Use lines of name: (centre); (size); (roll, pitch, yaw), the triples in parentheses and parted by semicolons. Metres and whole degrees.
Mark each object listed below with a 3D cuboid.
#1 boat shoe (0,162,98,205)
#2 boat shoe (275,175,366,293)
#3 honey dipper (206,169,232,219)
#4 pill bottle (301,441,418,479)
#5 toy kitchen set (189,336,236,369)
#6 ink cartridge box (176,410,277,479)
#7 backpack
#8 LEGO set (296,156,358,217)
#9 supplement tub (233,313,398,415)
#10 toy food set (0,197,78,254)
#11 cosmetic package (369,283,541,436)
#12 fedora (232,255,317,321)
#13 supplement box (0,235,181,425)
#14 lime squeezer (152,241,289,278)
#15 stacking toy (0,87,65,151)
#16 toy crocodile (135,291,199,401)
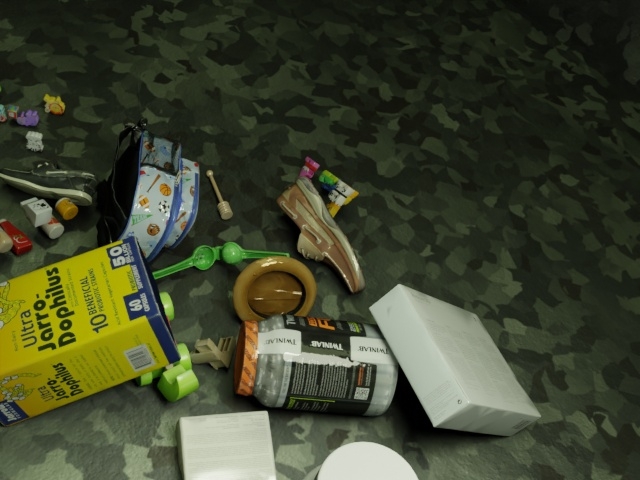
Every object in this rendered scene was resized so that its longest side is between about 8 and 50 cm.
boat shoe: (-0.627, -0.140, 1.904); (0.232, 0.084, 0.079); (10, 74, 8)
boat shoe: (0.000, 0.000, 2.005); (0.116, 0.123, 0.324); (-32, 70, 1)
honey dipper: (-0.258, -0.119, 2.067); (0.030, 0.031, 0.161); (-9, 52, -25)
pill bottle: (0.033, 0.500, 1.396); (0.210, 0.363, 0.210); (9, 49, -10)
toy kitchen set: (-0.236, 0.223, 1.754); (0.068, 0.083, 0.075); (-13, 41, 26)
ink cartridge box: (-0.179, 0.447, 1.595); (0.180, 0.056, 0.225); (0, 61, -18)
backpack: (-0.396, -0.081, 1.854); (0.213, 0.276, 0.264); (19, 49, -19)
LEGO set: (0.020, -0.121, 2.119); (0.087, 0.093, 0.227); (31, 6, -37)
supplement tub: (-0.013, 0.256, 1.709); (0.315, 0.194, 0.194); (7, 49, -13)
toy food set: (-0.663, -0.048, 1.817); (0.104, 0.111, 0.232); (42, 44, 21)
cosmetic package: (0.289, 0.260, 1.738); (0.377, 0.097, 0.285); (23, 34, -52)
fedora: (-0.108, 0.113, 1.855); (0.194, 0.195, 0.079); (0, 16, -18)
supplement box: (-0.475, 0.171, 1.564); (0.356, 0.195, 0.194); (-21, 57, -9)
lime squeezer: (-0.230, 0.036, 1.883); (0.310, 0.110, 0.059); (-8, 93, -7)
stacking toy: (-0.770, -0.311, 2.056); (0.221, 0.052, 0.167); (12, 46, -5)
toy crocodile: (-0.347, 0.189, 1.718); (0.115, 0.105, 0.341); (-11, 54, -26)
